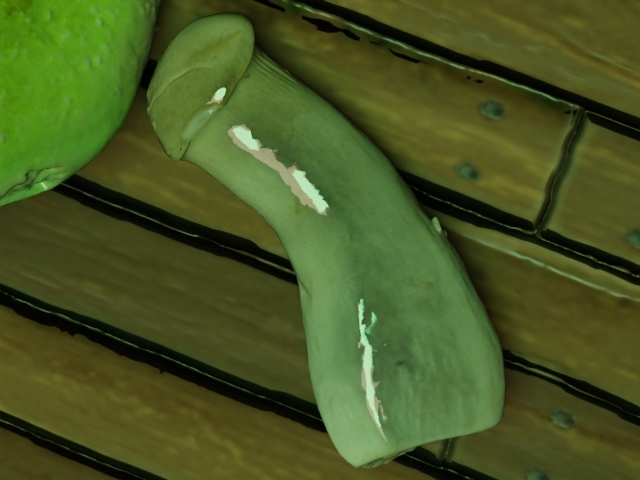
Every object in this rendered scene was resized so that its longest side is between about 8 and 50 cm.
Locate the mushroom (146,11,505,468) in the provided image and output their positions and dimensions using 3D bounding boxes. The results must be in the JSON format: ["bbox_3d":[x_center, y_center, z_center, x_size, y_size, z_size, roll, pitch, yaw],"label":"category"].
[{"bbox_3d":[0.003,-0.003,0.831,0.092,0.081,0.223,-30,94,-4],"label":"mushroom"}]

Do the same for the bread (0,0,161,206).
[{"bbox_3d":[-0.189,-0.140,0.749,0.045,0.301,0.301,-8,105,53],"label":"bread"}]
